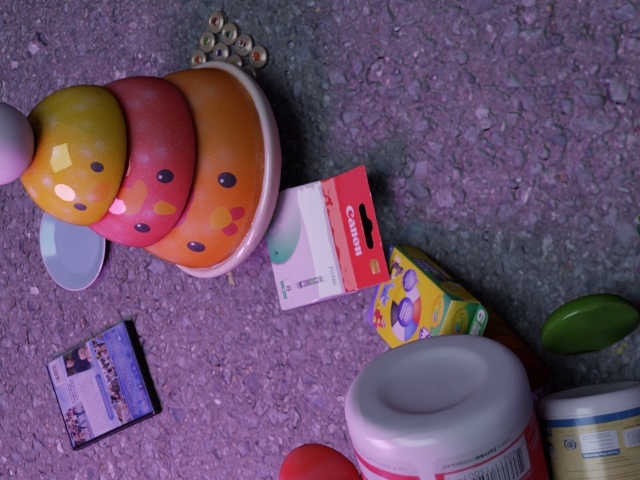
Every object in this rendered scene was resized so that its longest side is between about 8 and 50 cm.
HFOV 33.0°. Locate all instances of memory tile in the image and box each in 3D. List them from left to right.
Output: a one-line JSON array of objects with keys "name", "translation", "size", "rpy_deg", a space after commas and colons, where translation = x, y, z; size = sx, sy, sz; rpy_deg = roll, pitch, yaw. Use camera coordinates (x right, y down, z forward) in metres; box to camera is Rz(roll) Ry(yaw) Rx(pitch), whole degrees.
[{"name": "memory tile", "translation": [-0.153, -0.300, 1.790], "size": [0.148, 0.012, 0.113], "rpy_deg": [42, 117, 27]}]

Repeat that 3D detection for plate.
[{"name": "plate", "translation": [-0.462, 0.001, 2.042], "size": [0.188, 0.024, 0.188], "rpy_deg": [3, 95, 36]}]

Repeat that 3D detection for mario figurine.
[{"name": "mario figurine", "translation": [0.035, 0.439, 1.544], "size": [0.170, 0.198, 0.321], "rpy_deg": [-26, 89, 29]}]

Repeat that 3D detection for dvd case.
[{"name": "dvd case", "translation": [-0.410, 0.275, 2.026], "size": [0.253, 0.022, 0.180], "rpy_deg": [-28, 78, 35]}]

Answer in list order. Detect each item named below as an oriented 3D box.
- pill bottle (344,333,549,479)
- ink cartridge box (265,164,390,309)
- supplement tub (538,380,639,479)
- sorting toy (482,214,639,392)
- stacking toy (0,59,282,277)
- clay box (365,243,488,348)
[{"name": "pill bottle", "translation": [0.184, 0.344, 1.389], "size": [0.229, 0.229, 0.408], "rpy_deg": [5, 122, 37]}, {"name": "ink cartridge box", "translation": [0.000, 0.000, 1.640], "size": [0.224, 0.056, 0.181], "rpy_deg": [-20, 81, 54]}, {"name": "supplement tub", "translation": [0.362, 0.287, 1.363], "size": [0.144, 0.144, 0.200], "rpy_deg": [-13, 85, 37]}, {"name": "sorting toy", "translation": [0.318, 0.081, 1.422], "size": [0.365, 0.127, 0.126], "rpy_deg": [-40, 47, 35]}, {"name": "stacking toy", "translation": [-0.331, -0.118, 1.622], "size": [0.350, 0.480, 0.351], "rpy_deg": [-2, 88, 50]}, {"name": "clay box", "translation": [0.146, 0.106, 1.513], "size": [0.222, 0.053, 0.127], "rpy_deg": [46, 123, 58]}]
